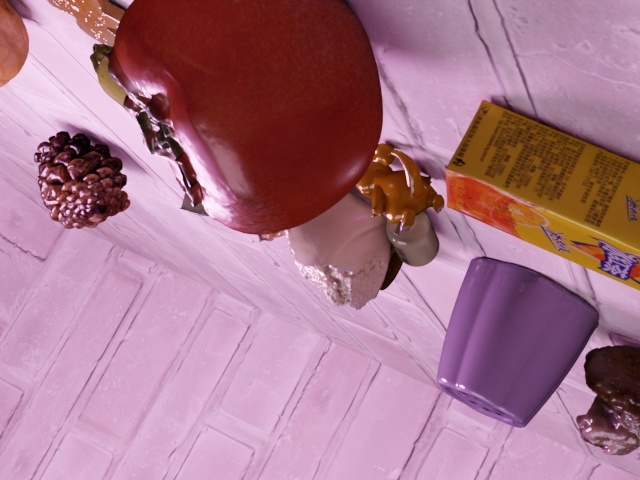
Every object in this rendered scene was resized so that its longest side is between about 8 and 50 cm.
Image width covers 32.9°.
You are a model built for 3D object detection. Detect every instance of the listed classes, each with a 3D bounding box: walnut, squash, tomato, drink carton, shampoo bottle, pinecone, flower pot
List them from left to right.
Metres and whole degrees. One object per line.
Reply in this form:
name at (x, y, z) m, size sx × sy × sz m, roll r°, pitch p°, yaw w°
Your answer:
walnut at (-0.626, -0.368, 1.944) m, size 0.193 × 0.193 × 0.225 m, roll 26°, pitch 169°, yaw 11°
pinecone at (-0.586, -0.149, 2.662) m, size 0.224 × 0.224 × 0.272 m, roll 44°, pitch -168°, yaw -51°
squash at (-0.302, -0.262, 1.832) m, size 0.287 × 0.137 × 0.137 m, roll 23°, pitch 168°, yaw 48°
tomato at (-0.082, -0.180, 1.323) m, size 0.341 × 0.273 × 0.341 m, roll 52°, pitch 164°, yaw 21°
shampoo bottle at (0.157, -0.015, 1.888) m, size 0.079 × 0.079 × 0.162 m, roll 23°, pitch 166°, yaw 23°
flower pot at (0.345, 0.198, 1.971) m, size 0.265 × 0.243 × 0.265 m, roll 24°, pitch 167°, yaw 6°
drink carton at (0.335, -0.038, 1.333) m, size 0.351 × 0.111 × 0.154 m, roll 25°, pitch 168°, yaw 14°

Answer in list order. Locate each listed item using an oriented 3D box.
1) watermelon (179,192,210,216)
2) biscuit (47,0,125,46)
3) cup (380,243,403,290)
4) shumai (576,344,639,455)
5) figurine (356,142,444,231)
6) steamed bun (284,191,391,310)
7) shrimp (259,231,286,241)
watermelon at (-0.160, -0.116, 1.939) m, size 0.136 × 0.207 × 0.202 m, roll 72°, pitch 177°, yaw -61°
biscuit at (-0.368, -0.373, 1.697) m, size 0.153 × 0.030 × 0.234 m, roll 22°, pitch 167°, yaw 19°
cup at (0.075, 0.020, 2.088) m, size 0.138 × 0.113 × 0.150 m, roll 25°, pitch -161°, yaw 21°
shumai at (0.582, 0.303, 1.977) m, size 0.218 × 0.184 × 0.185 m, roll 8°, pitch 126°, yaw 12°
figurine at (0.102, -0.101, 1.682) m, size 0.176 × 0.121 × 0.122 m, roll 29°, pitch 144°, yaw 48°
steamed bun at (0.000, 0.000, 1.960) m, size 0.225 × 0.170 × 0.200 m, roll 37°, pitch 133°, yaw 33°
shrimp at (-0.078, -0.029, 2.391) m, size 0.164 × 0.062 × 0.317 m, roll 27°, pitch 165°, yaw -5°
